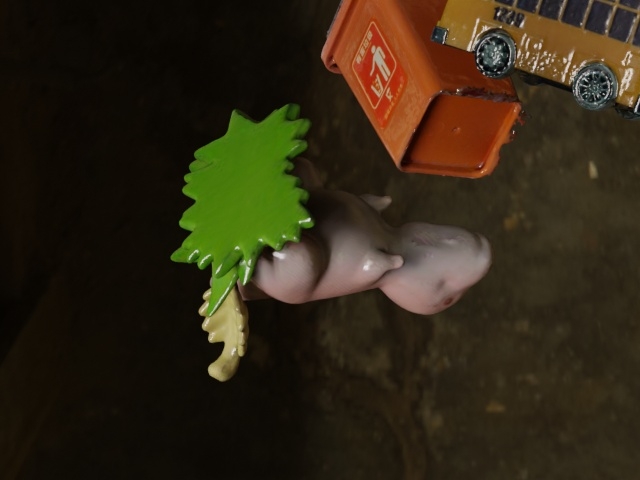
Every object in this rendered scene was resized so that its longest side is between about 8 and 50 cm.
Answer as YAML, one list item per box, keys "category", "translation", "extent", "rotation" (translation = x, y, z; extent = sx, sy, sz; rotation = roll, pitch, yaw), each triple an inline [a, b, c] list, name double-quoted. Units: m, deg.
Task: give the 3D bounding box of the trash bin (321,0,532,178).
- category: "trash bin"
  translation: [0.128, -0.185, 1.720]
  extent: [0.184, 0.238, 0.161]
  rotation: [3, 134, -26]

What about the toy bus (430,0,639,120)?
- category: "toy bus"
  translation: [0.200, -0.170, 1.268]
  extent: [0.201, 0.098, 0.114]
  rotation: [24, 103, 32]

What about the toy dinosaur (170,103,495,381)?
- category: "toy dinosaur"
  translation: [-0.002, -0.005, 1.067]
  extent: [0.194, 0.152, 0.177]
  rotation: [-27, 137, 17]
